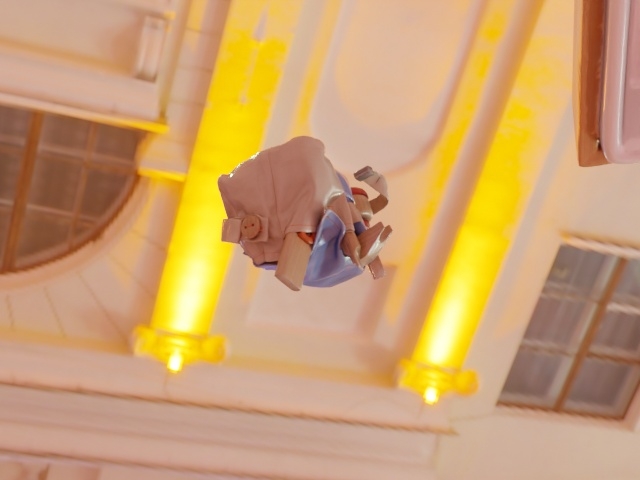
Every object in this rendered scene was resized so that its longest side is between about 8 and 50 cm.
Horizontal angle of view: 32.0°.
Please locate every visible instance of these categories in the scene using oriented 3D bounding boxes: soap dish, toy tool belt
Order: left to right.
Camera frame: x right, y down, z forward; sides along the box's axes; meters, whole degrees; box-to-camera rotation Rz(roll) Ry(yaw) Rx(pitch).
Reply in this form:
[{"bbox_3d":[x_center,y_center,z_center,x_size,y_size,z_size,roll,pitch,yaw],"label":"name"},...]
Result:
[{"bbox_3d":[0.000,0.000,0.401,0.083,0.052,0.051,21,-134,-59],"label":"toy tool belt"},{"bbox_3d":[0.317,-0.217,0.928,0.229,0.290,0.118,-10,-148,-6],"label":"soap dish"}]
